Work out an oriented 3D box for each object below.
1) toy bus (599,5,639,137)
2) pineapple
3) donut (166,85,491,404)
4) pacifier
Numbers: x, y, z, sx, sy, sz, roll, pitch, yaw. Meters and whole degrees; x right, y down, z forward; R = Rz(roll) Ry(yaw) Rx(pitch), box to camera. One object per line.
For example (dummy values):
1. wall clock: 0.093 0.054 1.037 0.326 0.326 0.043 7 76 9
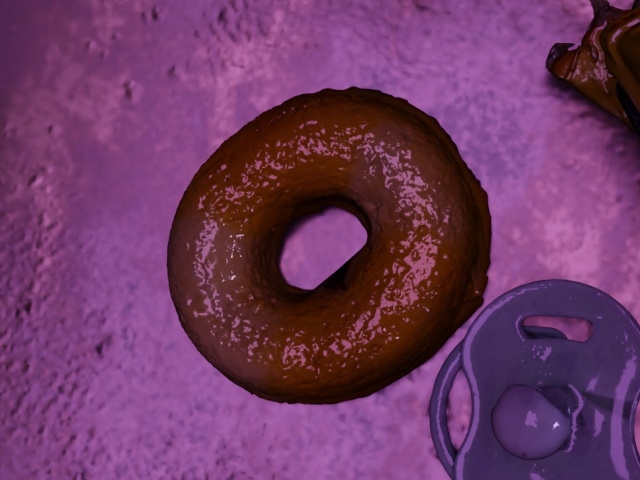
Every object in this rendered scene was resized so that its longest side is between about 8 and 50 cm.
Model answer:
1. toy bus: 0.277 0.012 0.978 0.145 0.151 0.331 -31 102 3
2. pineapple: 0.196 -0.088 1.077 0.137 0.069 0.116 -8 90 14
3. donut: 0.001 0.001 1.077 0.190 0.074 0.174 -25 84 4
4. pacifier: 0.112 0.093 1.039 0.126 0.116 0.150 10 89 20
